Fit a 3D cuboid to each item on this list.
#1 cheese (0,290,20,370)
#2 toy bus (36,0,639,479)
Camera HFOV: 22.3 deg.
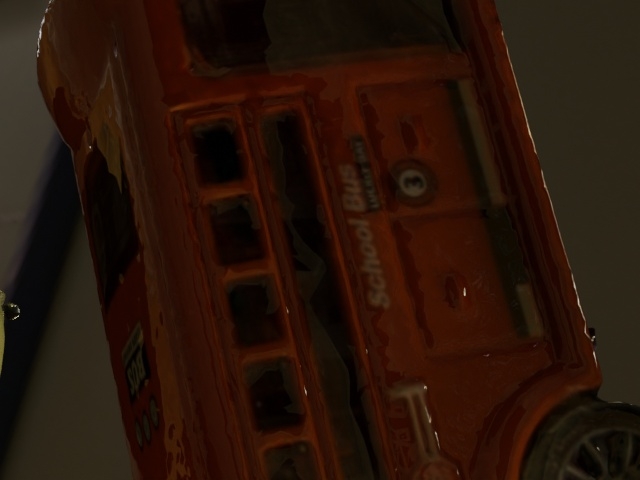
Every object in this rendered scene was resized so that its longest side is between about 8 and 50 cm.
[{"bbox_3d":[-0.340,0.093,1.053,0.128,0.316,0.259,48,-48,28],"label":"cheese"},{"bbox_3d":[0.000,0.000,0.517,0.143,0.153,0.329,128,-48,-64],"label":"toy bus"}]
